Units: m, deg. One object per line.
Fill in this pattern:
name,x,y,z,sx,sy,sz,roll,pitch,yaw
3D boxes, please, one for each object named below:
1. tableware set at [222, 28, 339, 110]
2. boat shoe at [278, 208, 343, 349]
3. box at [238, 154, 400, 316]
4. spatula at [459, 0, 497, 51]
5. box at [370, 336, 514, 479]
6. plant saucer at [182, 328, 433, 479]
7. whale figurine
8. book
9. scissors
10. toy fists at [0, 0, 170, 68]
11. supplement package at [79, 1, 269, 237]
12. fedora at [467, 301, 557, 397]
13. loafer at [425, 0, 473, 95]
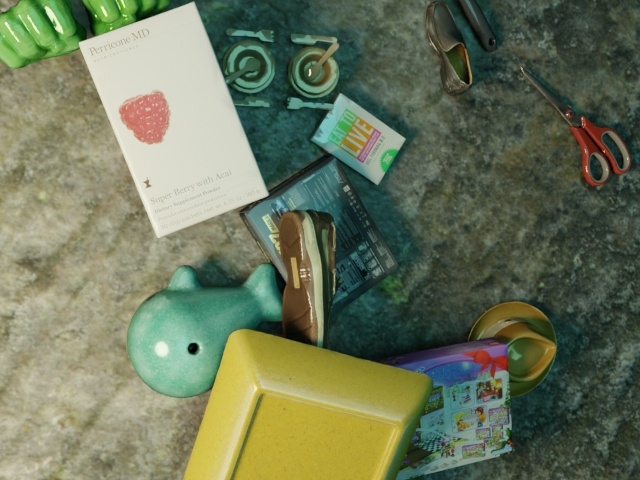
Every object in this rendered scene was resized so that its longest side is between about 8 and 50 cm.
tableware set,-0.063,-0.283,1.279,0.194,0.039,0.128,2,91,-7
boat shoe,-0.002,0.078,1.246,0.095,0.095,0.257,-8,102,-36
box,0.000,0.000,1.317,0.183,0.059,0.232,-35,103,-13
spatula,0.235,-0.464,1.388,0.084,0.030,0.296,-38,103,-12
box,0.186,0.290,1.330,0.293,0.057,0.200,-7,99,-18
plant saucer,-0.023,0.332,1.198,0.333,0.081,0.332,16,105,-10
whale figurine,-0.168,0.137,1.227,0.272,0.141,0.216,-26,99,-18
book,0.063,-0.174,1.348,0.144,0.035,0.096,31,87,-18
scissors,0.491,-0.235,1.487,0.109,0.021,0.297,-38,101,-10
toy fists,-0.353,-0.330,1.150,0.279,0.142,0.096,-25,99,-15
supplement package,-0.215,-0.175,1.171,0.178,0.175,0.292,-22,98,-6
fedora,0.365,0.206,1.430,0.194,0.079,0.194,-1,92,-18
loafer,0.234,-0.344,1.376,0.062,0.061,0.170,-23,98,-14
